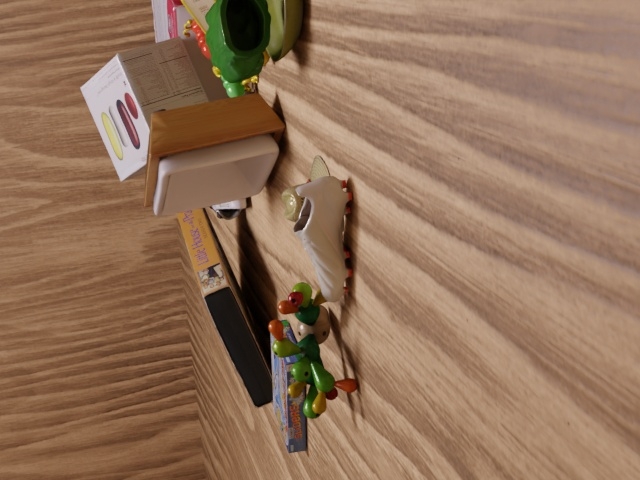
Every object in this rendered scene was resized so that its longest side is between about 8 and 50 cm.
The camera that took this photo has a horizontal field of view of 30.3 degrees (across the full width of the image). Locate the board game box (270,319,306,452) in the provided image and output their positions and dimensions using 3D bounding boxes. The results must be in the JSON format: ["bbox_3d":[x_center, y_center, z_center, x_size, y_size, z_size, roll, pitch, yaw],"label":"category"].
[{"bbox_3d":[-0.058,0.264,2.140,0.136,0.035,0.201,-117,23,-58],"label":"board game box"}]

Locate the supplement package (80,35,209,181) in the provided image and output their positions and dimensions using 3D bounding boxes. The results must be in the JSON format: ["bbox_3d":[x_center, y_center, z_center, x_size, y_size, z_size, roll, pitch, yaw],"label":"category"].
[{"bbox_3d":[-0.327,-0.249,2.261,0.194,0.149,0.203,-24,90,55],"label":"supplement package"}]

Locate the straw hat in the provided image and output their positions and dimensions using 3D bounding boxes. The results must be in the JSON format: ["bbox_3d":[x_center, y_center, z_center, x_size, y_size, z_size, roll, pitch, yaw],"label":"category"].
[{"bbox_3d":[-0.024,-0.054,1.716,0.144,0.061,0.145,171,90,-78],"label":"straw hat"}]

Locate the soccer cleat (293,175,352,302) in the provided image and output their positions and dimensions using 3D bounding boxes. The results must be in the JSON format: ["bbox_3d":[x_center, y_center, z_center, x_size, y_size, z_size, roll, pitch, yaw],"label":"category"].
[{"bbox_3d":[0.000,0.000,1.600,0.068,0.076,0.196,-115,21,-54],"label":"soccer cleat"}]

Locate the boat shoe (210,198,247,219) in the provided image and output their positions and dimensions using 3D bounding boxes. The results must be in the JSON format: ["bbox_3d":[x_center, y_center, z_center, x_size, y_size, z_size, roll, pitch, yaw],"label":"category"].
[{"bbox_3d":[-0.202,-0.079,2.473,0.226,0.083,0.076,147,116,-76],"label":"boat shoe"}]

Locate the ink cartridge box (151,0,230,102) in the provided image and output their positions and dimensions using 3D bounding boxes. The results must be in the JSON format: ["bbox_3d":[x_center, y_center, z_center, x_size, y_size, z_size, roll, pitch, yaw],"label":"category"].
[{"bbox_3d":[-0.259,-0.433,2.404,0.306,0.131,0.226,-114,20,-54],"label":"ink cartridge box"}]

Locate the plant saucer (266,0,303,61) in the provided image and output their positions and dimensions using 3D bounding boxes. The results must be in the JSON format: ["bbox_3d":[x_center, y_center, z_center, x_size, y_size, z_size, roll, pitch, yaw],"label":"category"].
[{"bbox_3d":[-0.062,-0.386,1.741,0.241,0.037,0.241,172,90,-78],"label":"plant saucer"}]

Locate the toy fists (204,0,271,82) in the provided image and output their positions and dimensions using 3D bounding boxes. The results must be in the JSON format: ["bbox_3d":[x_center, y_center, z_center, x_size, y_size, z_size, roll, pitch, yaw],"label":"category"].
[{"bbox_3d":[-0.127,-0.375,1.747,0.142,0.096,0.279,160,103,-70],"label":"toy fists"}]

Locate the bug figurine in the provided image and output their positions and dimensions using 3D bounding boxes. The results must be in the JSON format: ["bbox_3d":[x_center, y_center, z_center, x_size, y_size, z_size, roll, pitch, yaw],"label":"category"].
[{"bbox_3d":[-0.177,-0.370,2.107,0.216,0.072,0.279,64,163,15],"label":"bug figurine"}]

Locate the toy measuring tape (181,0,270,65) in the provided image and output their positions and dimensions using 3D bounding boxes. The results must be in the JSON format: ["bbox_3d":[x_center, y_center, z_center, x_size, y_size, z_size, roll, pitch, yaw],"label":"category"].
[{"bbox_3d":[-0.173,-0.414,1.883,0.330,0.121,0.121,53,-175,-32],"label":"toy measuring tape"}]

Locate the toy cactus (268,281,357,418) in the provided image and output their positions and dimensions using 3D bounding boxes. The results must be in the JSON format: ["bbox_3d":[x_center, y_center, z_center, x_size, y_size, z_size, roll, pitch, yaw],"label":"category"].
[{"bbox_3d":[-0.007,0.143,1.715,0.180,0.112,0.219,-74,-30,-64],"label":"toy cactus"}]

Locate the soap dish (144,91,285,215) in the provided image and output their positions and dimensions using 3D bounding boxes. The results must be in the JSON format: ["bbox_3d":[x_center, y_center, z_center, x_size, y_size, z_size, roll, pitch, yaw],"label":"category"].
[{"bbox_3d":[-0.195,-0.147,2.039,0.291,0.228,0.118,123,132,-72],"label":"soap dish"}]

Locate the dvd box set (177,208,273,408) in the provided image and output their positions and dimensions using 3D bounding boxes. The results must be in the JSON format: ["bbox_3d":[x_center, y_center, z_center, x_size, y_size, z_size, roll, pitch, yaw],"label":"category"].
[{"bbox_3d":[-0.201,0.109,2.448,0.420,0.062,0.308,-117,5,-56],"label":"dvd box set"}]
